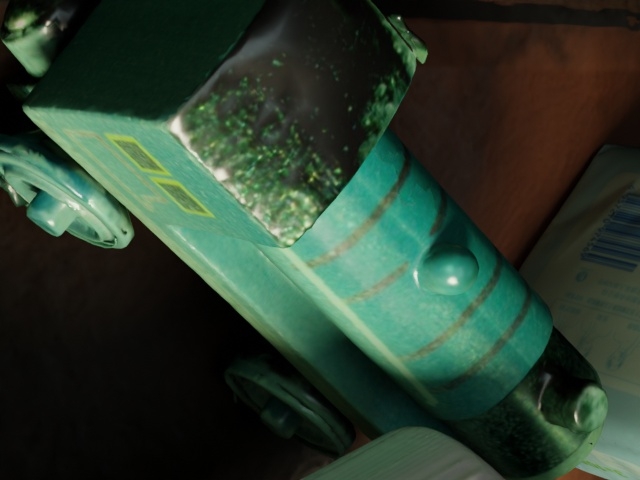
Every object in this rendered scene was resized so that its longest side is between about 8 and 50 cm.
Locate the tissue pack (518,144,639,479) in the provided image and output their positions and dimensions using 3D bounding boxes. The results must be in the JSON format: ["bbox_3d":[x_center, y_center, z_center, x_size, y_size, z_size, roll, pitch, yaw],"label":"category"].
[{"bbox_3d":[0.208,0.051,0.778,0.089,0.263,0.177,46,72,-35],"label":"tissue pack"}]

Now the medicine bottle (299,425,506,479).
[{"bbox_3d":[-0.083,0.220,0.579,0.395,0.242,0.242,-31,114,-16],"label":"medicine bottle"}]

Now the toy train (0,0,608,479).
[{"bbox_3d":[0.000,0.000,0.663,0.298,0.194,0.120,46,70,-32],"label":"toy train"}]
